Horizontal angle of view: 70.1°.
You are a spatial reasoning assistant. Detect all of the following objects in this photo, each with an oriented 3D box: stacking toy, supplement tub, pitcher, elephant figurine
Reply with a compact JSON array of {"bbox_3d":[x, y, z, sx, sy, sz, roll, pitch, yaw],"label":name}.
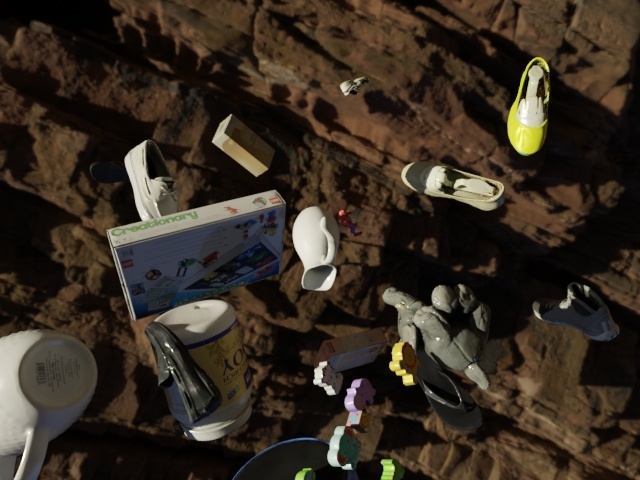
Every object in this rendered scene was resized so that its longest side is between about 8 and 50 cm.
[{"bbox_3d":[0.044,0.252,0.635,0.167,0.221,0.052,-24,119,38],"label":"stacking toy"},{"bbox_3d":[-0.328,0.361,1.295,0.241,0.331,0.241,-10,-166,3],"label":"supplement tub"},{"bbox_3d":[0.000,0.000,1.185,0.126,0.177,0.207,8,-128,-18],"label":"pitcher"},{"bbox_3d":[0.223,0.186,0.938,0.169,0.186,0.239,33,151,-10],"label":"elephant figurine"}]

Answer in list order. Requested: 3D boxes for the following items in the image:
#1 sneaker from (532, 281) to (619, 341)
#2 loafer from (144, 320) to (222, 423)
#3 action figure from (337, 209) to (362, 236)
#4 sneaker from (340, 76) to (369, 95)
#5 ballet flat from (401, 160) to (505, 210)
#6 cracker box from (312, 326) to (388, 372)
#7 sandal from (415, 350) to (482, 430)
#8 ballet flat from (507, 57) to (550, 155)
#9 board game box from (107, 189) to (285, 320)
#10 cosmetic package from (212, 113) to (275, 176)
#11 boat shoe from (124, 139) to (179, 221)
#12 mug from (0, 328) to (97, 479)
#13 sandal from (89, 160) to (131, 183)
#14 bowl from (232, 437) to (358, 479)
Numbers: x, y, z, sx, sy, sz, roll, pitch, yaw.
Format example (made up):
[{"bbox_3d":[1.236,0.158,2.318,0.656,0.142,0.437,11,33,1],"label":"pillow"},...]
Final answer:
[{"bbox_3d":[0.622,0.152,1.139,0.132,0.086,0.229,63,163,-19],"label":"sneaker"},{"bbox_3d":[-0.278,0.246,0.870,0.223,0.078,0.076,43,150,22],"label":"loafer"},{"bbox_3d":[0.059,-0.040,0.938,0.115,0.030,0.038,34,-150,-64],"label":"action figure"},{"bbox_3d":[0.090,-0.389,1.160,0.083,0.036,0.032,-23,-176,-20],"label":"sneaker"},{"bbox_3d":[0.312,-0.138,1.076,0.249,0.086,0.086,17,-177,14],"label":"ballet flat"},{"bbox_3d":[0.103,0.392,1.606,0.232,0.155,0.067,-8,-127,-27],"label":"cracker box"},{"bbox_3d":[0.304,0.374,1.167,0.254,0.097,0.054,49,169,28],"label":"sandal"},{"bbox_3d":[0.441,-0.289,0.955,0.077,0.230,0.077,10,155,19],"label":"ballet flat"},{"bbox_3d":[-0.215,0.027,0.853,0.305,0.193,0.053,-17,-132,-25],"label":"board game box"},{"bbox_3d":[-0.149,-0.186,0.898,0.041,0.060,0.115,-24,132,39],"label":"cosmetic package"},{"bbox_3d":[-0.394,-0.124,1.120,0.096,0.088,0.267,4,-122,-56],"label":"boat shoe"},{"bbox_3d":[-0.690,0.395,1.063,0.276,0.328,0.374,24,-132,-46],"label":"mug"},{"bbox_3d":[-0.585,-0.200,1.316,0.040,0.067,0.179,45,-156,21],"label":"sandal"},{"bbox_3d":[-0.087,0.698,1.249,0.391,0.077,0.391,-16,-165,4],"label":"bowl"}]
